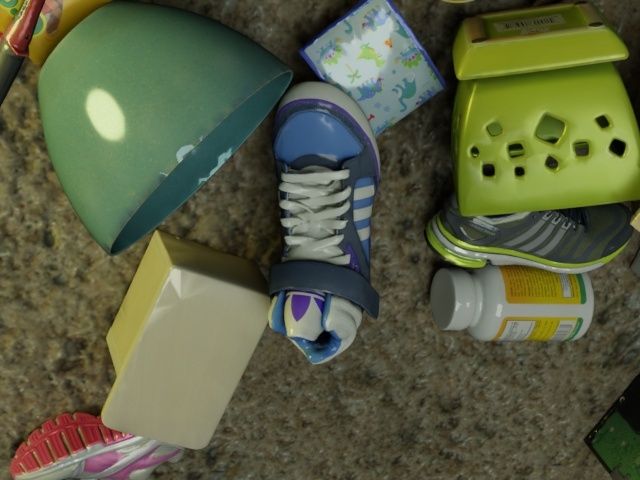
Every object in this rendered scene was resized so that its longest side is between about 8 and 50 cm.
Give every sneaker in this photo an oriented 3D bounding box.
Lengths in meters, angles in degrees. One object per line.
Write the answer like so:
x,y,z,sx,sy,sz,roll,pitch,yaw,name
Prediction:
0.000,0.000,1.411,0.130,0.236,0.323,2,136,9,sneaker
-0.290,0.292,1.588,0.252,0.103,0.111,-16,119,-8,sneaker
0.297,-0.029,1.580,0.300,0.111,0.121,-2,141,-18,sneaker

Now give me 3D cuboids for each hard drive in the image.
0.572,0.256,1.760,0.064,0.237,0.339,30,104,-28,hard drive

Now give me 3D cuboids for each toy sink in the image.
-0.183,0.128,1.520,0.152,0.131,0.234,19,105,-25,toy sink

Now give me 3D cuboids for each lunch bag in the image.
0.059,-0.219,1.434,0.129,0.096,0.151,-37,131,4,lunch bag

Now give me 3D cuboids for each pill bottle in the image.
0.266,0.084,1.643,0.208,0.117,0.118,1,116,-18,pill bottle

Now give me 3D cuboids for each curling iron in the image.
-0.313,-0.212,1.261,0.068,0.035,0.274,27,106,-28,curling iron

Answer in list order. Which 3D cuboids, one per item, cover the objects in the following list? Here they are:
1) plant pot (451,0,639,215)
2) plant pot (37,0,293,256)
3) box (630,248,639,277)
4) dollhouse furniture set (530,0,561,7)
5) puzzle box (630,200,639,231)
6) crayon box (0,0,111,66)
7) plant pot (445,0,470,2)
0.267,-0.170,1.431,0.228,0.227,0.207,-7,113,7,plant pot
-0.200,-0.152,1.309,0.195,0.290,0.290,45,99,0,plant pot
0.556,0.054,1.687,0.130,0.170,0.091,13,112,-24,box
0.307,-0.393,1.460,0.144,0.123,0.151,-25,86,-4,dollhouse furniture set
0.493,-0.127,1.468,0.052,0.409,0.272,39,103,8,puzzle box
-0.301,-0.337,1.268,0.318,0.081,0.202,-42,121,7,crayon box
0.154,-0.361,1.388,0.134,0.095,0.134,-7,119,-13,plant pot
